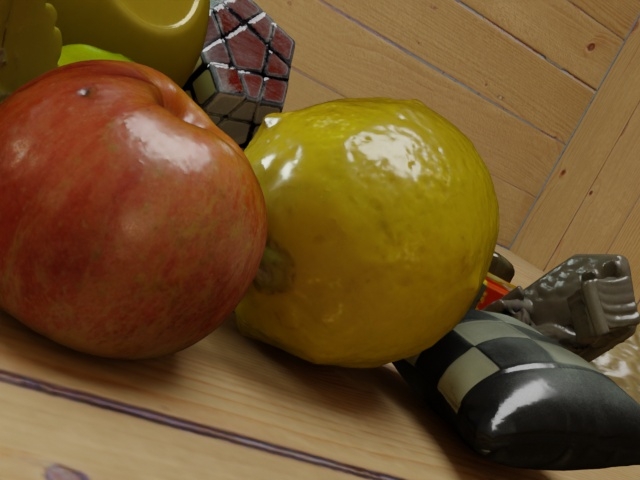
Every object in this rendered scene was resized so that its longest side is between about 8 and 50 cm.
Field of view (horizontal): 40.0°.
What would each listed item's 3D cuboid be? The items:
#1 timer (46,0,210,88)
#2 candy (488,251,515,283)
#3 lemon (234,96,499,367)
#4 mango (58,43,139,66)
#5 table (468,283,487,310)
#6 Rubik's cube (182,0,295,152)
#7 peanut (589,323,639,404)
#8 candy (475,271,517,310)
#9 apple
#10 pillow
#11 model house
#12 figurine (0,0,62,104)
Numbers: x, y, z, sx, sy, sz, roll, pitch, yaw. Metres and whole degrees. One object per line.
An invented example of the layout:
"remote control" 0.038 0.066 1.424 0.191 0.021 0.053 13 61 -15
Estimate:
"timer" -0.331 -0.271 1.012 0.387 0.376 0.376 -11 -16 33
"candy" 0.278 0.042 1.713 0.102 0.104 0.234 28 7 -32
"lemon" 0.033 -0.009 0.742 0.234 0.233 0.288 30 28 17
"mango" -0.177 -0.079 0.837 0.185 0.149 0.273 29 -4 36
"table" 0.113 0.050 1.180 0.175 0.062 0.146 33 22 24
"Rubik's cube" -0.188 -0.271 1.467 0.264 0.318 0.319 12 10 -5
"peanut" 0.375 0.157 1.153 0.197 0.110 0.233 21 42 -6
"candy" 0.298 0.124 1.317 0.276 0.088 0.146 26 8 -11
"apple" -0.127 -0.022 0.572 0.209 0.164 0.209 33 10 -6
"pillow" 0.163 0.127 0.786 0.186 0.106 0.250 8 13 -21
"model house" 0.257 0.103 1.010 0.122 0.229 0.188 59 22 12
"figurine" -0.358 -0.136 0.598 0.315 0.168 0.187 20 -36 7
